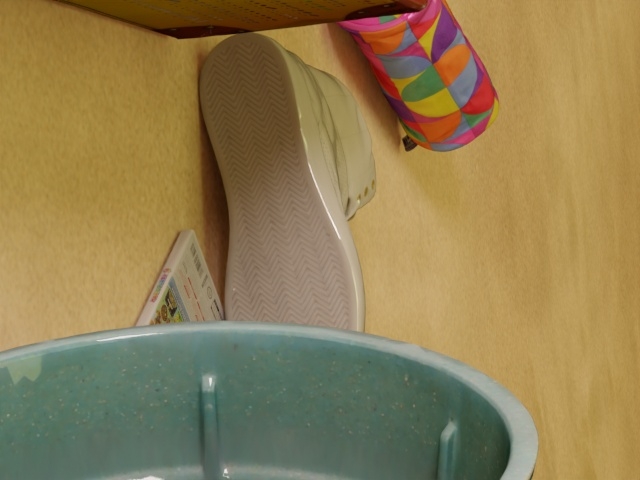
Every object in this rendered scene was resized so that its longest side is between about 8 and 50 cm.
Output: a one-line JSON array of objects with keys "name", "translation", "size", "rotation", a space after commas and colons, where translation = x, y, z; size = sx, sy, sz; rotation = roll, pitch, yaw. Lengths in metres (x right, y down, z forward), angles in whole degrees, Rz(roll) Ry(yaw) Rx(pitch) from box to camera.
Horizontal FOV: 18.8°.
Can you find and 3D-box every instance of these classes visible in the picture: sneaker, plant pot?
[{"name": "sneaker", "translation": [0.000, 0.000, 1.430], "size": [0.169, 0.108, 0.292], "rotation": [10, 71, -67]}, {"name": "plant pot", "translation": [-0.062, 0.251, 0.970], "size": [0.341, 0.341, 0.334], "rotation": [-43, 135, -64]}]

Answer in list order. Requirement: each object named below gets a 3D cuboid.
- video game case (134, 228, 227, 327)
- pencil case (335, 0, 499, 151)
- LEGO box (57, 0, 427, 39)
[{"name": "video game case", "translation": [-0.096, 0.063, 1.317], "size": [0.122, 0.011, 0.087], "rotation": [-69, 149, -49]}, {"name": "pencil case", "translation": [0.084, -0.168, 1.727], "size": [0.236, 0.104, 0.104], "rotation": [55, 36, -58]}, {"name": "LEGO box", "translation": [-0.109, -0.337, 1.097], "size": [0.500, 0.193, 0.372], "rotation": [4, 83, -69]}]
